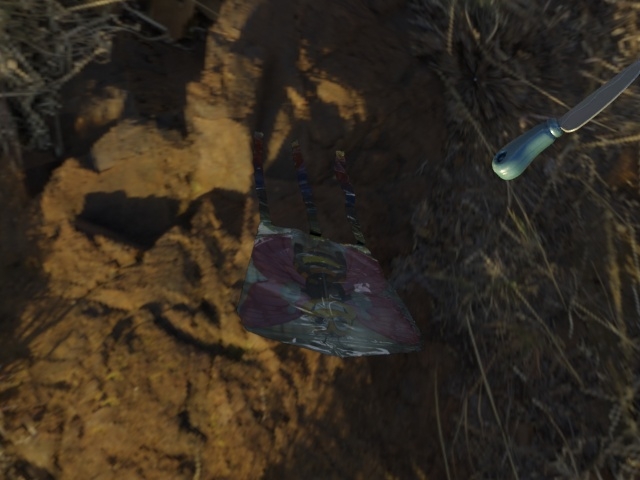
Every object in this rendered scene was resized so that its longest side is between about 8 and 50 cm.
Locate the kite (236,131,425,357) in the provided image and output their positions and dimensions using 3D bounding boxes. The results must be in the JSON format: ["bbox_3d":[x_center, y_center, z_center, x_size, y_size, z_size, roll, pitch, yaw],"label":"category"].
[{"bbox_3d":[-0.001,0.003,1.362,0.204,0.360,0.022,9,130,-14],"label":"kite"}]

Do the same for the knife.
[{"bbox_3d":[0.322,-0.155,1.542,0.244,0.058,0.032,-35,112,26],"label":"knife"}]
